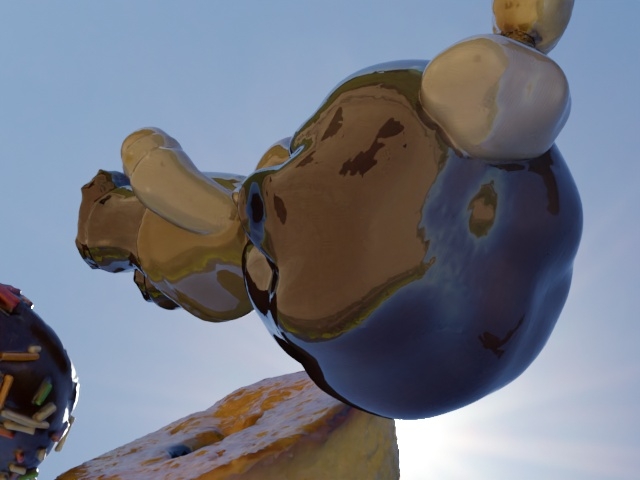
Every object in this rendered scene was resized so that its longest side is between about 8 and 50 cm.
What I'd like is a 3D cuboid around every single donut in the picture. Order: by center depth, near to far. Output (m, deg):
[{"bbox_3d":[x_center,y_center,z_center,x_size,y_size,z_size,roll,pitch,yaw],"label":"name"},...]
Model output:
[{"bbox_3d":[-0.065,0.193,1.250,0.303,0.303,0.110,-13,-82,47],"label":"donut"},{"bbox_3d":[-0.330,0.120,1.313,0.269,0.269,0.103,-33,-144,35],"label":"donut"}]

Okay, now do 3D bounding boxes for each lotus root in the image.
[{"bbox_3d":[0.159,-0.184,1.185,0.062,0.073,0.150,4,-132,14],"label":"lotus root"}]

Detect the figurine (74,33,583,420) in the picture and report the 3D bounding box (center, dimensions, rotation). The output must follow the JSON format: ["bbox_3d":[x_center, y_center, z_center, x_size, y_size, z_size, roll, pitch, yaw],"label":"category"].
[{"bbox_3d":[0.008,-0.015,1.002,0.206,0.218,0.365,-50,-146,-16],"label":"figurine"}]
